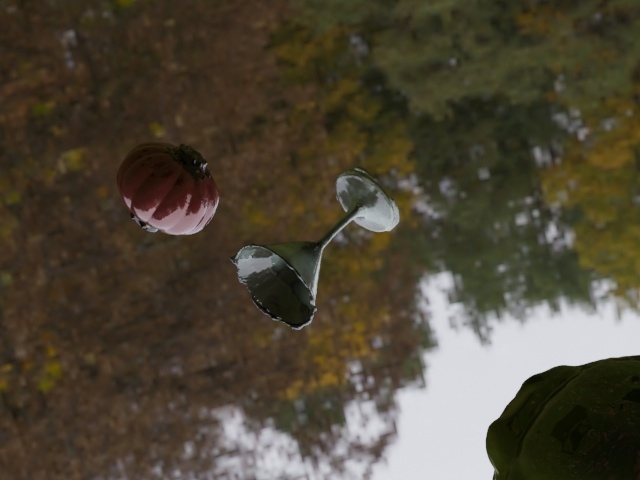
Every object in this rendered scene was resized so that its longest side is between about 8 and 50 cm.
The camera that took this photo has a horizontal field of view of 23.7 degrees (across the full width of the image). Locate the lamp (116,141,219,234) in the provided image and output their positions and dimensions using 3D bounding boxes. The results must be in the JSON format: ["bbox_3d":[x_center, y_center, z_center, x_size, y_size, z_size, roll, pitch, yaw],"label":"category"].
[{"bbox_3d":[-0.153,-0.053,1.533,0.092,0.107,0.107,-53,-171,18],"label":"lamp"}]

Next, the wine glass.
[{"bbox_3d":[0.000,0.000,1.756,0.122,0.122,0.183,5,-139,45],"label":"wine glass"}]

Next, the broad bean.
[{"bbox_3d":[0.270,0.193,1.188,0.291,0.119,0.238,4,-129,-13],"label":"broad bean"}]
